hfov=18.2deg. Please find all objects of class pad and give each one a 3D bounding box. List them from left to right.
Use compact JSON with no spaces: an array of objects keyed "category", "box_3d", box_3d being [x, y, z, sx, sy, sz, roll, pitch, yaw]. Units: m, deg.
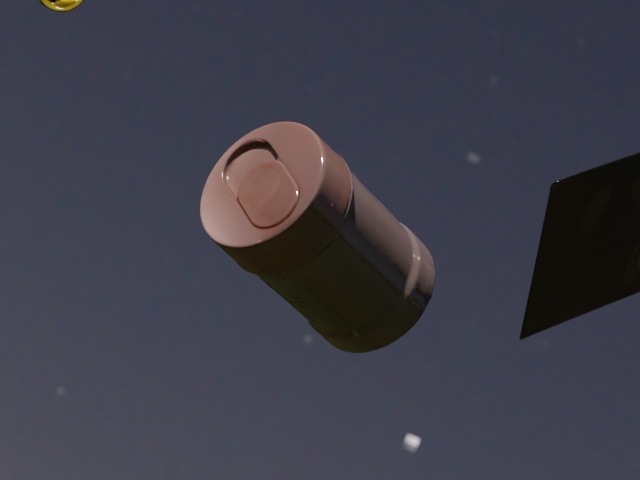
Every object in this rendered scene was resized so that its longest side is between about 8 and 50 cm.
[{"category":"pad","box_3d":[0.218,-0.009,1.398,0.004,0.190,0.127,38,-47,40]}]

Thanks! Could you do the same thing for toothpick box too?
[{"category":"toothpick box","box_3d":[0.000,0.000,1.341,0.098,0.098,0.149,5,-27,40]}]

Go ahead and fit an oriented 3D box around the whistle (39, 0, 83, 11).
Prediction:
[{"category":"whistle","box_3d":[-0.226,-0.222,1.744,0.109,0.057,0.046,-99,167,-82]}]
